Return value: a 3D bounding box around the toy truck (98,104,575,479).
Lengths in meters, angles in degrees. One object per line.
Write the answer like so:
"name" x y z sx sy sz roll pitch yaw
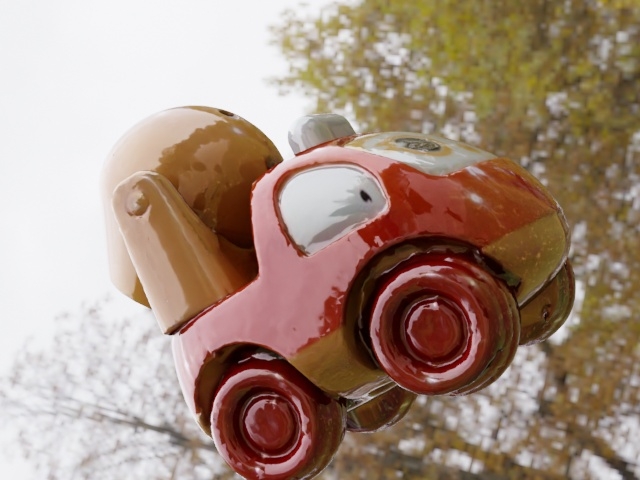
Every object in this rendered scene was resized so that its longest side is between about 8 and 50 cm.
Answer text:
"toy truck" 0.000 0.000 0.840 0.239 0.265 0.189 62 -157 5
